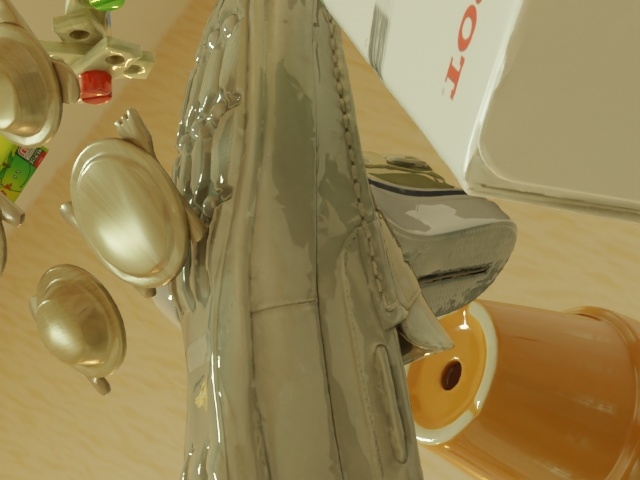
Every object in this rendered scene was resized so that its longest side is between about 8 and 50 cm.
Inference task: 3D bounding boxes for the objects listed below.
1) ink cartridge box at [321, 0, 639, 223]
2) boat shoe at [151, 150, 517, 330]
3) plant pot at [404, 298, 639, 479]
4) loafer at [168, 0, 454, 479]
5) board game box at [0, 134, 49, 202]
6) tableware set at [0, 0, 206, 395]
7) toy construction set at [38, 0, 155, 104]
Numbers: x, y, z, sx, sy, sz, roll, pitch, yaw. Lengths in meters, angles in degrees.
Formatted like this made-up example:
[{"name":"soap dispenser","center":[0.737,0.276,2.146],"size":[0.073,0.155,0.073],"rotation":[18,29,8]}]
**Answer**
[{"name":"ink cartridge box","center":[0.072,-0.118,0.386],"size":[0.093,0.219,0.160],"rotation":[9,-67,-17]},{"name":"boat shoe","center":[0.000,0.000,0.751],"size":[0.302,0.094,0.109],"rotation":[0,-57,-54]},{"name":"plant pot","center":[0.176,0.137,1.124],"size":[0.188,0.205,0.205],"rotation":[23,-88,-29]},{"name":"loafer","center":[-0.002,0.036,0.562],"size":[0.111,0.112,0.319],"rotation":[2,-100,-21]},{"name":"board game box","center":[-0.368,-0.040,1.372],"size":[0.043,0.092,0.181],"rotation":[38,-99,-45]},{"name":"tableware set","center":[-0.119,-0.012,0.575],"size":[0.020,0.141,0.168],"rotation":[-31,-18,-46]},{"name":"toy construction set","center":[-0.206,-0.284,1.112],"size":[0.151,0.215,0.327],"rotation":[1,-106,-59]}]
